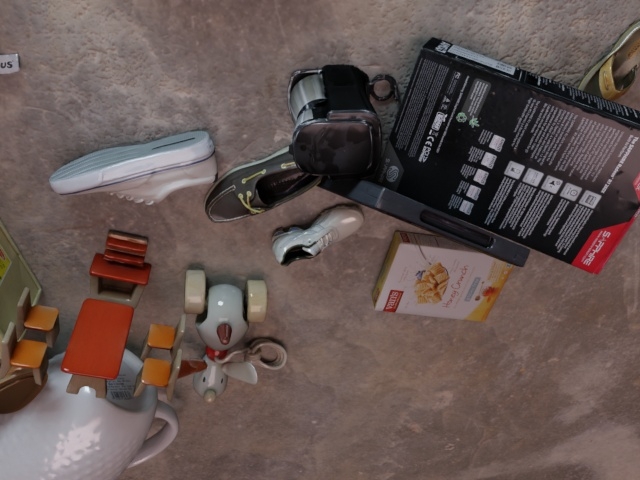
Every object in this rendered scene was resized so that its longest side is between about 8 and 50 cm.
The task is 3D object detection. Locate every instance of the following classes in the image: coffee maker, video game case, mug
[{"bbox_3d":[0.037,-0.179,0.814,0.171,0.178,0.120,-23,127,11],"label":"coffee maker"},{"bbox_3d":[0.142,-0.042,0.882,0.248,0.275,0.035,20,95,-21],"label":"video game case"},{"bbox_3d":[-0.458,0.382,1.138,0.328,0.276,0.374,-44,138,13],"label":"mug"}]

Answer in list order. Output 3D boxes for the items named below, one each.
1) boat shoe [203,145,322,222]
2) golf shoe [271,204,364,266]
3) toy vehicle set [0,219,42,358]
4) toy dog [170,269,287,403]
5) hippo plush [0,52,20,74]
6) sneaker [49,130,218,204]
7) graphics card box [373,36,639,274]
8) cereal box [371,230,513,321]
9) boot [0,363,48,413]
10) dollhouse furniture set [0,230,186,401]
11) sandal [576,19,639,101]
[{"bbox_3d":[-0.097,-0.086,0.936,0.228,0.068,0.081,-27,125,13],"label":"boat shoe"},{"bbox_3d":[0.000,0.000,1.005,0.176,0.086,0.069,-23,124,9],"label":"golf shoe"},{"bbox_3d":[-0.544,0.041,0.916,0.035,0.166,0.266,-11,127,0],"label":"toy vehicle set"},{"bbox_3d":[-0.189,0.211,1.092,0.220,0.161,0.333,-10,127,1],"label":"toy dog"},{"bbox_3d":[-0.558,-0.159,0.719,0.294,0.236,0.234,-11,127,2],"label":"hippo plush"},{"bbox_3d":[-0.286,-0.096,0.890,0.258,0.094,0.091,-11,123,1],"label":"sneaker"},{"bbox_3d":[0.288,-0.125,0.849,0.371,0.094,0.232,22,125,9],"label":"graphics card box"},{"bbox_3d":[0.238,0.075,1.113,0.240,0.047,0.173,6,126,-12],"label":"cereal box"},{"bbox_3d":[-0.608,0.210,1.011,0.283,0.220,0.109,-31,148,20],"label":"boot"},{"bbox_3d":[-0.353,0.120,0.941,0.262,0.259,0.135,13,127,-17],"label":"dollhouse furniture set"},{"bbox_3d":[0.465,-0.257,0.889,0.072,0.049,0.180,20,122,-20],"label":"sandal"}]
